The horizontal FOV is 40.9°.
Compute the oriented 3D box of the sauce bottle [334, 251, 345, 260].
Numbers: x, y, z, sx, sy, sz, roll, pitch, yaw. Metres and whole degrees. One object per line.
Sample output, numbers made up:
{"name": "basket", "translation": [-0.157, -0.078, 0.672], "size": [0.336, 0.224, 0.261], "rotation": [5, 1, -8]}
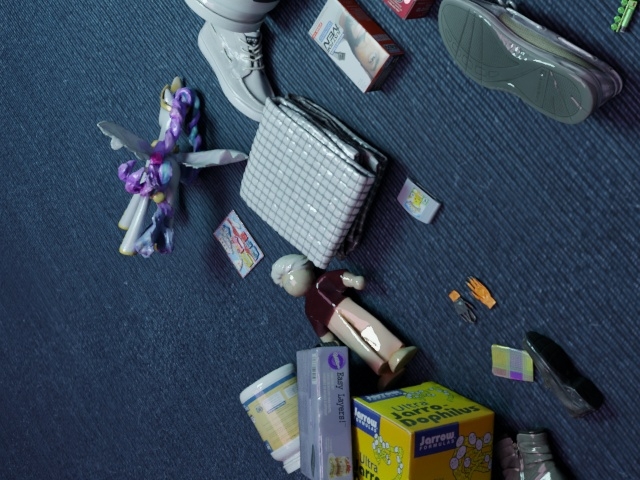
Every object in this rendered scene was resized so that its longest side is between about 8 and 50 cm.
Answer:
{"name": "sauce bottle", "translation": [0.000, 0.000, 1.742], "size": [0.128, 0.042, 0.042], "rotation": [30, 121, 30]}

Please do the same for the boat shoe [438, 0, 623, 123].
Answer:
{"name": "boat shoe", "translation": [0.319, -0.297, 1.353], "size": [0.320, 0.103, 0.118], "rotation": [38, 144, 32]}

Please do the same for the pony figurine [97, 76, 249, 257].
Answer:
{"name": "pony figurine", "translation": [-0.337, -0.151, 1.823], "size": [0.351, 0.302, 0.364], "rotation": [-125, 50, -67]}

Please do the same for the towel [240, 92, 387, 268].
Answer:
{"name": "towel", "translation": [-0.012, -0.121, 1.667], "size": [0.283, 0.121, 0.235], "rotation": [39, 124, 27]}

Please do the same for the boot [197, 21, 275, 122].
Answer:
{"name": "boot", "translation": [-0.152, -0.365, 1.720], "size": [0.258, 0.095, 0.123], "rotation": [54, 137, 15]}

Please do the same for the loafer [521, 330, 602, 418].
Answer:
{"name": "loafer", "translation": [0.398, 0.232, 1.463], "size": [0.170, 0.062, 0.061], "rotation": [52, 135, 17]}

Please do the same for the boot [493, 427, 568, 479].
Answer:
{"name": "boot", "translation": [0.351, 0.442, 1.573], "size": [0.246, 0.083, 0.161], "rotation": [-41, 64, 40]}

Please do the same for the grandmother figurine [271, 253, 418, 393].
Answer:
{"name": "grandmother figurine", "translation": [0.036, 0.142, 1.719], "size": [0.342, 0.104, 0.208], "rotation": [39, 121, 22]}

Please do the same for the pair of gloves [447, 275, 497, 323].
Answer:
{"name": "pair of gloves", "translation": [0.274, 0.108, 1.562], "size": [0.074, 0.010, 0.083], "rotation": [52, 131, 15]}

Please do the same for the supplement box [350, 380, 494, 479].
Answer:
{"name": "supplement box", "translation": [0.178, 0.467, 1.576], "size": [0.195, 0.194, 0.357], "rotation": [17, 109, 58]}

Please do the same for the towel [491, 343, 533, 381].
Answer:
{"name": "towel", "translation": [0.343, 0.219, 1.539], "size": [0.083, 0.009, 0.060], "rotation": [6, 106, 38]}

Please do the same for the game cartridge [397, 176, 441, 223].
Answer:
{"name": "game cartridge", "translation": [0.180, -0.071, 1.584], "size": [0.083, 0.017, 0.056], "rotation": [42, 130, 23]}

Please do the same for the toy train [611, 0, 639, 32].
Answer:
{"name": "toy train", "translation": [0.454, -0.345, 1.265], "size": [0.023, 0.017, 0.083], "rotation": [26, 120, 20]}

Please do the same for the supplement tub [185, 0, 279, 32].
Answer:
{"name": "supplement tub", "translation": [-0.131, -0.544, 1.583], "size": [0.191, 0.191, 0.272], "rotation": [48, 128, 19]}

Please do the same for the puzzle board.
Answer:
{"name": "puzzle board", "translation": [-0.185, 0.009, 1.923], "size": [0.128, 0.011, 0.096], "rotation": [56, 130, 13]}

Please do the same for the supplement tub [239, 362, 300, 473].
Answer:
{"name": "supplement tub", "translation": [-0.068, 0.382, 1.849], "size": [0.144, 0.144, 0.200], "rotation": [-41, 76, 40]}

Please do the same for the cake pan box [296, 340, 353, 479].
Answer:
{"name": "cake pan box", "translation": [0.003, 0.330, 1.665], "size": [0.246, 0.070, 0.267], "rotation": [141, 128, -74]}

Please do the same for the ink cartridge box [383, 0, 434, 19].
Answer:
{"name": "ink cartridge box", "translation": [0.160, -0.479, 1.435], "size": [0.127, 0.072, 0.175], "rotation": [48, 129, 19]}

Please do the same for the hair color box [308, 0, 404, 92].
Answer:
{"name": "hair color box", "translation": [0.063, -0.361, 1.568], "size": [0.167, 0.053, 0.093], "rotation": [49, 128, 17]}
